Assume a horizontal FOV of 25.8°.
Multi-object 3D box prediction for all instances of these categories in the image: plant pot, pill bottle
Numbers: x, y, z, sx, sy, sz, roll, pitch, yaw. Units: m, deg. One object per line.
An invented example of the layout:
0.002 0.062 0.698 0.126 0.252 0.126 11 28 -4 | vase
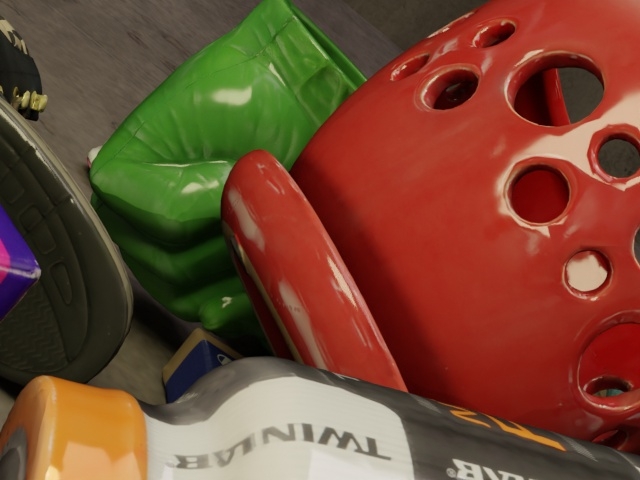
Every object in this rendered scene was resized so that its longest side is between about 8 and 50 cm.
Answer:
0.064 0.012 0.547 0.191 0.174 0.191 155 -90 -84 | plant pot
0.023 0.109 0.403 0.245 0.130 0.130 17 21 -20 | pill bottle

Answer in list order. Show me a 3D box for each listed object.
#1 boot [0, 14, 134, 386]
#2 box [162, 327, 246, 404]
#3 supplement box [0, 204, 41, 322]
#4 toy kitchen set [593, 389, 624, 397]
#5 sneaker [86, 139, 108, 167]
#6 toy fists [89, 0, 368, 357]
-0.147 -0.043 0.596 0.236 0.085 0.178 43 11 6 | boot
0.004 0.130 0.553 0.136 0.036 0.225 35 16 -21 | box
-0.192 -0.011 0.304 0.220 0.114 0.111 23 22 -54 | supplement box
0.215 0.165 0.960 0.207 0.166 0.122 -3 27 -13 | toy kitchen set
-0.048 -0.020 0.804 0.170 0.075 0.063 37 14 -13 | sneaker
0.000 0.000 0.694 0.279 0.142 0.096 35 18 -55 | toy fists
